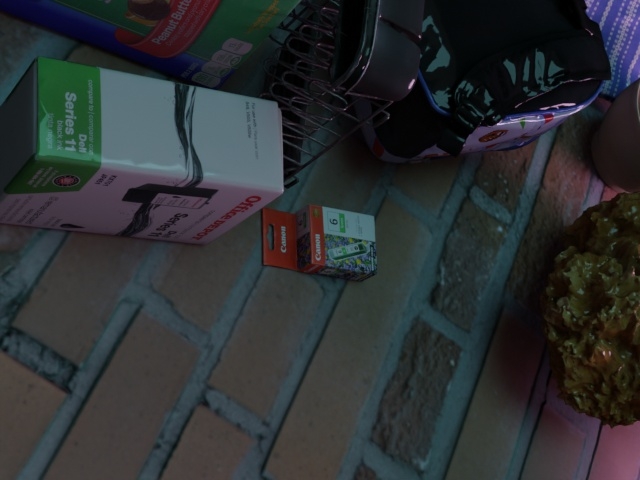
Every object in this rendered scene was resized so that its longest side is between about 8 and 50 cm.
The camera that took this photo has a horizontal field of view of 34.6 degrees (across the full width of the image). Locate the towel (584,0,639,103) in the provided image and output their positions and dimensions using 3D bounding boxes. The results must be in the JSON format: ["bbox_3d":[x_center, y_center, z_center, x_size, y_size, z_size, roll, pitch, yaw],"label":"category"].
[{"bbox_3d":[0.443,-0.277,1.320,0.336,0.040,0.243,17,95,-31],"label":"towel"}]

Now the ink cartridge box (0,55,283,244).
[{"bbox_3d":[-0.153,-0.065,0.844,0.208,0.153,0.086,6,69,-31],"label":"ink cartridge box"}]

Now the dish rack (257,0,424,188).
[{"bbox_3d":[0.000,-0.170,0.912,0.074,0.271,0.208,20,63,-25],"label":"dish rack"}]

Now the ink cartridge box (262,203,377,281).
[{"bbox_3d":[0.000,0.000,0.998,0.115,0.029,0.062,10,67,-31],"label":"ink cartridge box"}]

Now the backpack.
[{"bbox_3d":[0.157,-0.202,1.071,0.264,0.213,0.276,-7,79,-26],"label":"backpack"}]

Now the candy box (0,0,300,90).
[{"bbox_3d":[-0.162,-0.283,0.851,0.317,0.268,0.122,19,58,-26],"label":"candy box"}]

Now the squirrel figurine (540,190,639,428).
[{"bbox_3d":[0.385,0.151,1.093,0.397,0.281,0.370,29,67,-5],"label":"squirrel figurine"}]

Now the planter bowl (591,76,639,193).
[{"bbox_3d":[0.406,-0.117,1.267,0.162,0.109,0.162,13,65,-29],"label":"planter bowl"}]
